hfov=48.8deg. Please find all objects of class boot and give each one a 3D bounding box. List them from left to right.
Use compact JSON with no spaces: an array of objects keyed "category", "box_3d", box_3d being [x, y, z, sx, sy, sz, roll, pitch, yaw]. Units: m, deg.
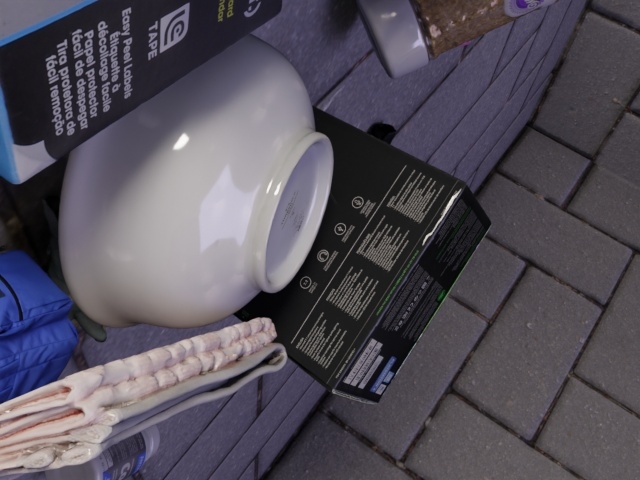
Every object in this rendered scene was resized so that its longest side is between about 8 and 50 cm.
[{"category":"boot","box_3d":[0.104,-0.158,1.245,0.121,0.045,0.099,-27,144,-61]}]

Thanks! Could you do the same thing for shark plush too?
[{"category":"shark plush","box_3d":[-0.220,0.036,0.594,0.067,0.073,0.161,-10,147,-26]}]

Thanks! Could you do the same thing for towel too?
[{"category":"towel","box_3d":[-0.210,0.146,0.524,0.316,0.054,0.332,-23,173,13]}]

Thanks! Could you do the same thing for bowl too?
[{"category":"bowl","box_3d":[-0.076,-0.042,0.612,0.298,0.134,0.298,20,90,-75]}]

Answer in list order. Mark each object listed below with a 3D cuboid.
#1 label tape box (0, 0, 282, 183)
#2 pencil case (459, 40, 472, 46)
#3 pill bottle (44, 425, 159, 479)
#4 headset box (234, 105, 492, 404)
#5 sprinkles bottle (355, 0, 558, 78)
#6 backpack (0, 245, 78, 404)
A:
[{"category":"label tape box","box_3d":[-0.079,-0.228,0.377,0.347,0.115,0.249,-44,161,-36]},{"category":"pencil case","box_3d":[0.194,-0.391,0.894,0.124,0.124,0.284,-44,161,-40]},{"category":"pill bottle","box_3d":[-0.262,0.261,0.866,0.078,0.078,0.137,-61,165,14]},{"category":"headset box","box_3d":[0.000,0.000,0.800,0.246,0.283,0.131,-57,150,-2]},{"category":"sprinkles bottle","box_3d":[0.217,-0.312,0.803,0.355,0.121,0.121,-24,167,7]},{"category":"backpack","box_3d":[-0.242,0.063,0.483,0.120,0.098,0.101,-24,147,-57]}]
